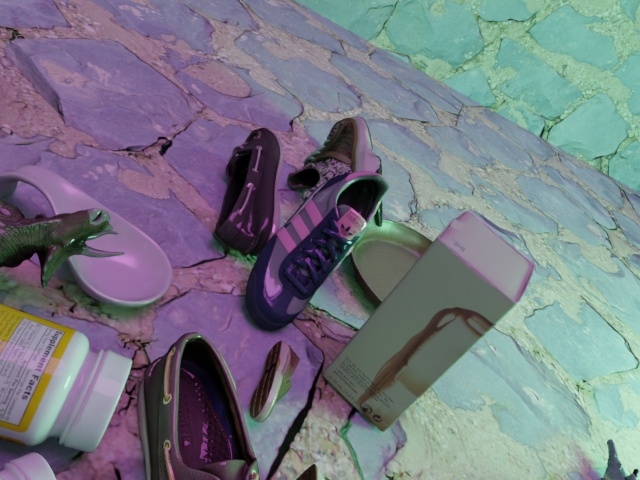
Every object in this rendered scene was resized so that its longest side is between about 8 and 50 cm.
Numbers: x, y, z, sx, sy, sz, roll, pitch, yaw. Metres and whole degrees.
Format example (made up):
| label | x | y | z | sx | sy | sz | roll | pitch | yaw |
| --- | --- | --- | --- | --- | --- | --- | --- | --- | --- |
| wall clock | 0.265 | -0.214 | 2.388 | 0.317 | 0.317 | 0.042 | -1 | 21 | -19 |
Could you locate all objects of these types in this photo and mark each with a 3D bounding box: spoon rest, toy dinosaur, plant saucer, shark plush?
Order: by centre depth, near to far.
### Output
| label | x | y | z | sx | sy | sz | roll | pitch | yaw |
| --- | --- | --- | --- | --- | --- | --- | --- | --- | --- |
| toy dinosaur | -0.404 | -0.013 | 0.635 | 0.314 | 0.160 | 0.121 | 5 | 58 | 14 |
| spoon rest | -0.319 | -0.011 | 0.751 | 0.276 | 0.084 | 0.137 | 35 | 33 | 2 |
| shark plush | 0.532 | 0.421 | 0.976 | 0.073 | 0.067 | 0.161 | 35 | 33 | 0 |
| plant saucer | 0.181 | 0.081 | 1.113 | 0.311 | 0.050 | 0.310 | 23 | 34 | -17 |

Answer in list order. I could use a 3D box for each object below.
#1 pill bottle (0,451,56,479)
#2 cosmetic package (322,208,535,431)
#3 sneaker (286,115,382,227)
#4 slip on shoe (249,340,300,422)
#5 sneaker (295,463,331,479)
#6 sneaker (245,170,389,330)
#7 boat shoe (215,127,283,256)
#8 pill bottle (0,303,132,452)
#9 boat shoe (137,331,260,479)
| label | x | y | z | sx | sy | sz | roll | pitch | yaw |
| --- | --- | --- | --- | --- | --- | --- | --- | --- | --- |
| pill bottle | -0.301 | 0.236 | 0.443 | 0.169 | 0.094 | 0.094 | -14 | 57 | -49 |
| cosmetic package | 0.150 | 0.117 | 0.810 | 0.129 | 0.296 | 0.153 | 41 | 34 | 12 |
| sneaker | 0.018 | -0.160 | 1.196 | 0.182 | 0.158 | 0.410 | -2 | 27 | -4 |
| slip on shoe | -0.058 | 0.193 | 0.762 | 0.041 | 0.051 | 0.135 | 40 | 25 | -14 |
| sneaker | 0.007 | 0.318 | 0.599 | 0.086 | 0.064 | 0.192 | 46 | 5 | -3 |
| sneaker | 0.000 | 0.000 | 0.890 | 0.112 | 0.131 | 0.319 | 44 | 57 | -21 |
| boat shoe | -0.132 | -0.112 | 1.021 | 0.095 | 0.112 | 0.335 | 23 | 38 | -27 |
| pill bottle | -0.305 | 0.129 | 0.553 | 0.208 | 0.119 | 0.119 | 25 | 34 | -17 |
| boat shoe | -0.117 | 0.248 | 0.589 | 0.117 | 0.096 | 0.324 | 9 | 41 | -36 |
